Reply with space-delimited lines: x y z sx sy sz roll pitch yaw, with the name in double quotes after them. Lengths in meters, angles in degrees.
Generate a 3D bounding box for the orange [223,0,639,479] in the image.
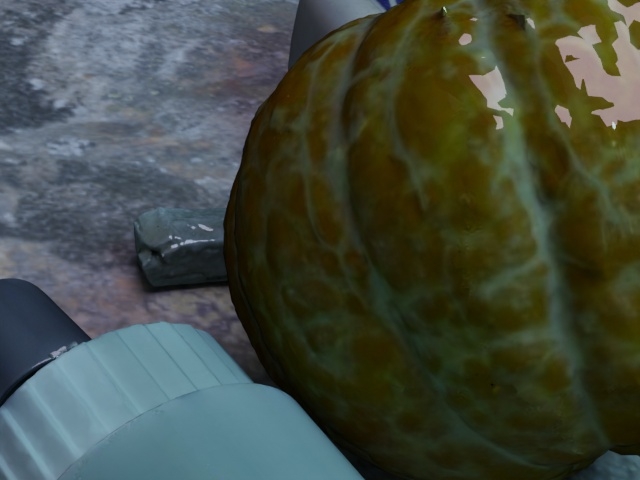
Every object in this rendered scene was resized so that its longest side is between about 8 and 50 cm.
0.113 -0.003 0.683 0.329 0.329 0.249 -12 79 -32 "orange"

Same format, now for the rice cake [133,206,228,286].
0.000 0.000 0.861 0.245 0.042 0.045 -3 35 -22 "rice cake"

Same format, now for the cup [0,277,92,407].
-0.162 0.075 0.687 0.100 0.078 0.077 -38 50 -12 "cup"

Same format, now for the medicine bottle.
-0.010 0.180 0.523 0.158 0.158 0.318 -16 47 -35 "medicine bottle"

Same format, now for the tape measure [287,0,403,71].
0.110 -0.122 0.988 0.265 0.130 0.258 6 30 -8 "tape measure"
